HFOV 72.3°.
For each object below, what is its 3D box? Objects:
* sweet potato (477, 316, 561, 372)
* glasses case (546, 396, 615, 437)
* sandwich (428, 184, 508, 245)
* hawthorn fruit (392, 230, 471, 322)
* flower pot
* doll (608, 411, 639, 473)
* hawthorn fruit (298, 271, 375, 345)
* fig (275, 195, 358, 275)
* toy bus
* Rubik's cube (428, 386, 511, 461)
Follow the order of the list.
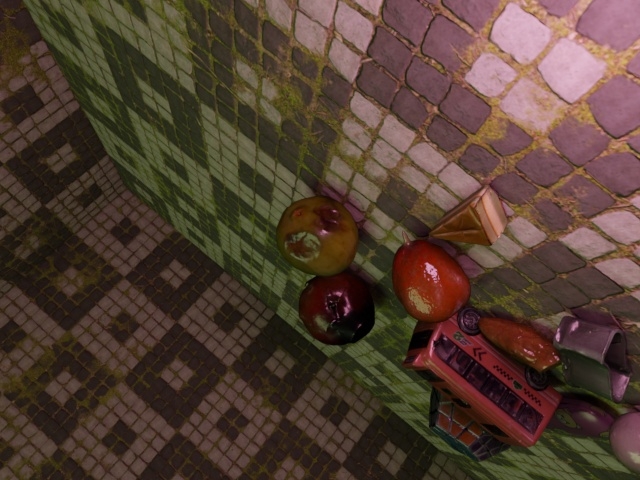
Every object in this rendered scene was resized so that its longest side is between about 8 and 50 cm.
[{"bbox_3d":[0.515,0.266,1.139,0.251,0.097,0.097,25,154,49],"label":"sweet potato"},{"bbox_3d":[0.730,0.523,1.308,0.123,0.076,0.316,39,159,1],"label":"glasses case"},{"bbox_3d":[0.291,-0.061,0.921,0.163,0.079,0.114,14,144,52],"label":"sandwich"},{"bbox_3d":[0.264,0.085,1.120,0.252,0.199,0.199,58,155,-14],"label":"hawthorn fruit"},{"bbox_3d":[0.609,0.266,0.979,0.108,0.103,0.229,14,146,52],"label":"flower pot"},{"bbox_3d":[0.811,0.461,0.989,0.151,0.151,0.287,41,152,0],"label":"doll"},{"bbox_3d":[0.066,0.257,1.643,0.315,0.316,0.316,34,158,16],"label":"hawthorn fruit"},{"bbox_3d":[0.000,0.000,1.317,0.239,0.239,0.271,19,152,44],"label":"fig"},{"bbox_3d":[0.461,0.393,1.299,0.426,0.233,0.203,39,159,4],"label":"toy bus"},{"bbox_3d":[0.522,0.583,1.510,0.318,0.264,0.319,35,160,15],"label":"Rubik's cube"}]
